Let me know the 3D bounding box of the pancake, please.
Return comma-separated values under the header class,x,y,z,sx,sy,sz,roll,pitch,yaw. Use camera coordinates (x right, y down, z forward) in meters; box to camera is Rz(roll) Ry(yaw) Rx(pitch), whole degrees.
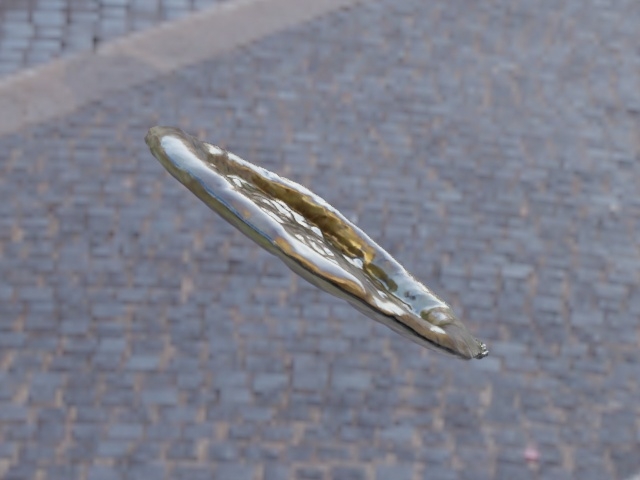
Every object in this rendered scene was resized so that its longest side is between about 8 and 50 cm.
class,x,y,z,sx,sy,sz,roll,pitch,yaw
pancake,-0.001,0.001,0.497,0.115,0.011,0.115,35,7,-5
